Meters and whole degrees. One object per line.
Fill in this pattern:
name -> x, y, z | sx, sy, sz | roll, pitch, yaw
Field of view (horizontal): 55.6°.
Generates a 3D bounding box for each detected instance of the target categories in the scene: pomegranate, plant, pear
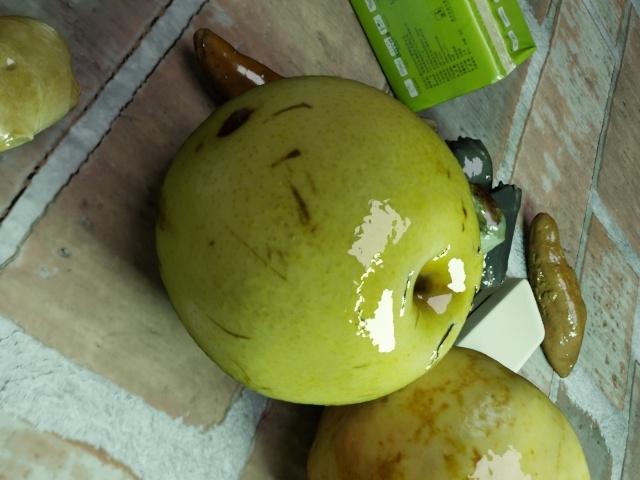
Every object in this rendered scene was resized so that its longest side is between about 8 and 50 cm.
pomegranate -> 0.155, 0.280, 0.751 | 0.343, 0.343, 0.342 | 10, 75, -41
plant -> 0.245, -0.046, 1.010 | 0.164, 0.142, 0.255 | -17, 98, -42
pear -> 0.000, 0.000, 0.645 | 0.349, 0.348, 0.348 | 10, 75, -41

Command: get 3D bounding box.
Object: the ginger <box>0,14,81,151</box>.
ginger -> -0.360, -0.137, 0.427 | 0.363, 0.122, 0.348 | 41, 27, -39

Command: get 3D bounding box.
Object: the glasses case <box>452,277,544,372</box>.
glasses case -> 0.279, 0.183, 1.042 | 0.313, 0.070, 0.131 | -32, 104, -42

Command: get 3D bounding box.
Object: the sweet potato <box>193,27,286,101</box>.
sweet potato -> -0.016, -0.156, 0.814 | 0.359, 0.112, 0.112 | 25, 65, -41

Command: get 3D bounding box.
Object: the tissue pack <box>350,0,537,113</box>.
tissue pack -> 0.186, -0.375, 0.977 | 0.167, 0.200, 0.274 | -42, 110, -38

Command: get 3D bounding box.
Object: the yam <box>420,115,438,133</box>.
yam -> 0.101, -0.190, 0.966 | 0.241, 0.057, 0.056 | 3, 80, -40

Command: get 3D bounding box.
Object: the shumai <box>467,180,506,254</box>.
shumai -> 0.153, 0.042, 0.857 | 0.225, 0.222, 0.260 | 0, 86, -45

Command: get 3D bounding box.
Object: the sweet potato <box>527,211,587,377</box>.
sweet potato -> 0.477, 0.118, 1.220 | 0.106, 0.095, 0.354 | -31, 112, -84
